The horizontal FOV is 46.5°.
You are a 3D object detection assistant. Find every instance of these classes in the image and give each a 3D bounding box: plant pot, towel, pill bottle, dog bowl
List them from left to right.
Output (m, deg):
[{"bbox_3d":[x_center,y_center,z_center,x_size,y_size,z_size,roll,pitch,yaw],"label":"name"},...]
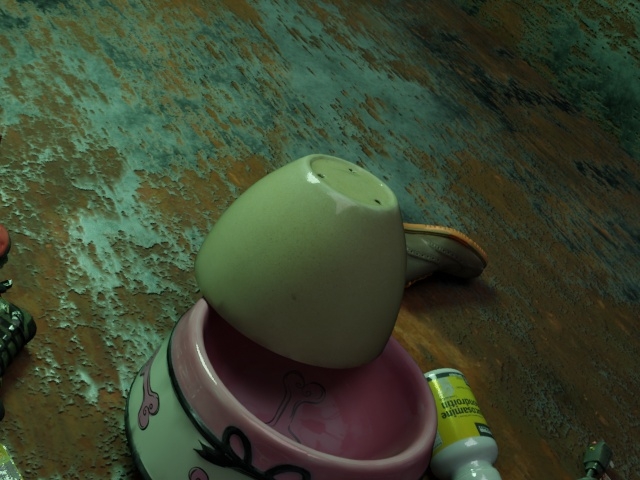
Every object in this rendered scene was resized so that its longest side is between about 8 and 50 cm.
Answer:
[{"bbox_3d":[-0.384,0.264,0.834,0.083,0.009,0.060,-12,53,-41],"label":"towel"},{"bbox_3d":[-0.030,0.207,0.952,0.408,0.150,0.408,21,26,-11],"label":"dog bowl"},{"bbox_3d":[0.000,0.000,0.976,0.284,0.191,0.284,21,25,-10],"label":"plant pot"},{"bbox_3d":[0.199,0.290,1.101,0.103,0.103,0.184,6,42,-27],"label":"pill bottle"}]

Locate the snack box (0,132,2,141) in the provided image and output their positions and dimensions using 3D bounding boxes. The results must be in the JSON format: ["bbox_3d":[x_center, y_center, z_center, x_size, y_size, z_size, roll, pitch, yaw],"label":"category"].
[{"bbox_3d":[-0.598,-0.201,1.218,0.100,0.037,0.141,-14,54,-41],"label":"snack box"}]

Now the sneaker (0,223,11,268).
[{"bbox_3d":[-0.495,0.047,0.844,0.097,0.135,0.276,29,65,34],"label":"sneaker"}]

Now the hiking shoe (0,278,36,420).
[{"bbox_3d":[-0.405,0.124,0.920,0.114,0.086,0.227,-7,48,-33],"label":"hiking shoe"}]

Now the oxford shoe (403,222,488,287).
[{"bbox_3d":[0.164,0.035,1.398,0.363,0.130,0.133,16,71,-27],"label":"oxford shoe"}]

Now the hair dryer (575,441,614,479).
[{"bbox_3d":[0.470,0.441,1.119,0.223,0.080,0.293,41,39,15],"label":"hair dryer"}]
